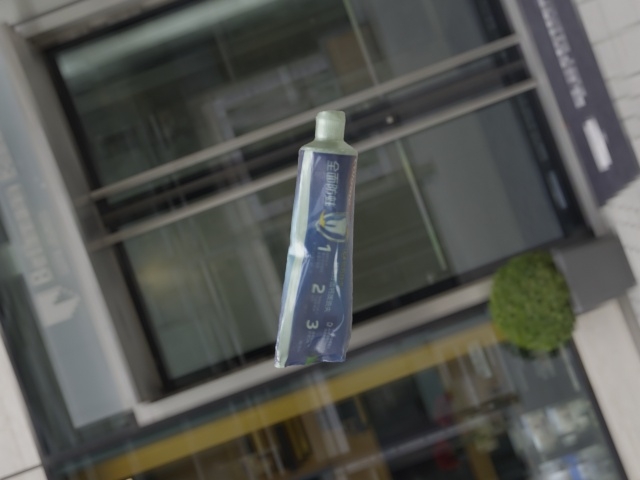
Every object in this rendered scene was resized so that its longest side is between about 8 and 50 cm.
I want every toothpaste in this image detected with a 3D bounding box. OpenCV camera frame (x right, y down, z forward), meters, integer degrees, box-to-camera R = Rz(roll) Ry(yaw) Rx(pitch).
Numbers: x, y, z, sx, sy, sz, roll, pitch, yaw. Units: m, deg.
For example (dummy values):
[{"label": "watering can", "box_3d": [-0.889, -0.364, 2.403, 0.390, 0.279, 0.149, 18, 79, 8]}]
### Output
[{"label": "toothpaste", "box_3d": [0.000, 0.000, 0.442, 0.019, 0.027, 0.083, -163, 76, -63]}]
